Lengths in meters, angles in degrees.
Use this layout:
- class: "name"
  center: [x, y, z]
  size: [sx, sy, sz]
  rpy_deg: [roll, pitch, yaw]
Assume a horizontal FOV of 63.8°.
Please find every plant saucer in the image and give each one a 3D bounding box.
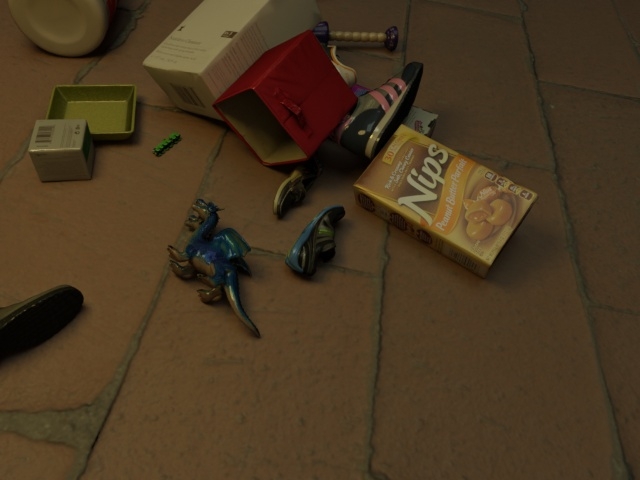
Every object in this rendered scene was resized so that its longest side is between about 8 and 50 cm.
- class: "plant saucer"
  center: [-0.521, -0.288, 1.185]
  size: [0.189, 0.045, 0.188]
  rpy_deg: [-4, 51, -11]

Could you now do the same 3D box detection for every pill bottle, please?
- class: "pill bottle"
  center: [-0.665, -0.703, 1.400]
  size: [0.229, 0.228, 0.407]
  rpy_deg: [1, 50, -7]

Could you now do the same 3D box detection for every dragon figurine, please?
- class: "dragon figurine"
  center: [-0.175, 0.034, 0.932]
  size: [0.289, 0.085, 0.144]
  rpy_deg: [37, 55, 23]

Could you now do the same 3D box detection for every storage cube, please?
- class: "storage cube"
  center: [-0.072, -0.293, 1.090]
  size: [0.215, 0.183, 0.193]
  rpy_deg: [3, 50, 54]

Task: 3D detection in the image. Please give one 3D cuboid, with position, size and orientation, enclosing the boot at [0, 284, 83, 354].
- class: "boot"
  center: [-0.530, 0.114, 0.822]
  size: [0.161, 0.083, 0.247]
  rpy_deg: [34, 52, 27]

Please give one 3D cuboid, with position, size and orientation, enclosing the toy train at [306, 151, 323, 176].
- class: "toy train"
  center: [-0.025, -0.204, 1.197]
  size: [0.036, 0.027, 0.158]
  rpy_deg: [-2, 49, -24]

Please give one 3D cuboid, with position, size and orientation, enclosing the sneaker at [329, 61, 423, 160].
- class: "sneaker"
  center: [0.132, -0.315, 1.162]
  size: [0.131, 0.112, 0.319]
  rpy_deg: [22, 54, 16]

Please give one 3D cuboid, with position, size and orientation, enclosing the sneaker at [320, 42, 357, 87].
- class: "sneaker"
  center: [-0.027, -0.438, 1.310]
  size: [0.128, 0.126, 0.321]
  rpy_deg: [-28, 49, -14]

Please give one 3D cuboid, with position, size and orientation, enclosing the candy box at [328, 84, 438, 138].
- class: "candy box"
  center: [0.147, -0.279, 1.254]
  size: [0.234, 0.071, 0.159]
  rpy_deg: [25, 53, 14]

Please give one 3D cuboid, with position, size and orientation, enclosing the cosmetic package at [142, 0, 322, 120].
- class: "cosmetic package"
  center: [-0.197, -0.478, 1.220]
  size: [0.217, 0.156, 0.384]
  rpy_deg: [21, 68, 33]

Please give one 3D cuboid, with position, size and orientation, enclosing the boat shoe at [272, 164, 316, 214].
- class: "boat shoe"
  center: [-0.053, -0.106, 1.088]
  size: [0.049, 0.056, 0.152]
  rpy_deg: [17, 49, 14]

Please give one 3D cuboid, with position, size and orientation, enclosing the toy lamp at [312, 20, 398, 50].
- class: "toy lamp"
  center: [0.087, -0.603, 1.522]
  size: [0.275, 0.080, 0.080]
  rpy_deg: [-1, 50, -12]

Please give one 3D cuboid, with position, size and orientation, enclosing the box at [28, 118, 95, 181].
- class: "box"
  center: [-0.534, -0.187, 1.069]
  size: [0.102, 0.087, 0.101]
  rpy_deg: [-3, 51, -12]

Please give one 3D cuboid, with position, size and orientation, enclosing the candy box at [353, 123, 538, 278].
- class: "candy box"
  center: [0.248, -0.085, 1.057]
  size: [0.317, 0.087, 0.182]
  rpy_deg: [33, 75, 18]

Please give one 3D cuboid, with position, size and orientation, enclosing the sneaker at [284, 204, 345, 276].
- class: "sneaker"
  center: [0.000, 0.000, 1.010]
  size: [0.078, 0.067, 0.188]
  rpy_deg: [38, 50, -4]

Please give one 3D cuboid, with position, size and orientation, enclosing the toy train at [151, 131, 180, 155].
- class: "toy train"
  center: [-0.351, -0.220, 1.171]
  size: [0.024, 0.017, 0.083]
  rpy_deg: [20, 49, 22]
